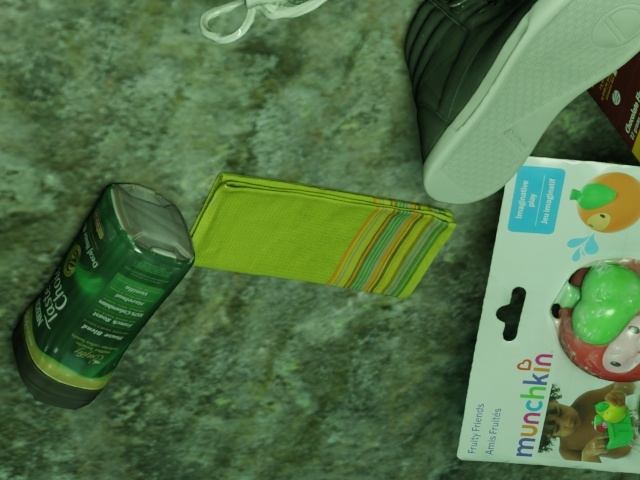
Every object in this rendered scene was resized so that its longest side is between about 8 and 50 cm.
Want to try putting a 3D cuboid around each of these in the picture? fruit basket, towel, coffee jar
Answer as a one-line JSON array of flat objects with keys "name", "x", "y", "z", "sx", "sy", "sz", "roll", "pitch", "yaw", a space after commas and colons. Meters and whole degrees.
[{"name": "fruit basket", "x": 0.311, "y": 0.087, "z": 1.364, "sx": 0.353, "sy": 0.165, "sz": 0.327, "roll": 2, "pitch": 124, "yaw": -7}, {"name": "towel", "x": 0.000, "y": 0.000, "z": 1.414, "sx": 0.237, "sy": 0.021, "sz": 0.102, "roll": 9, "pitch": 125, "yaw": -30}, {"name": "coffee jar", "x": -0.182, "y": 0.049, "z": 1.325, "sx": 0.079, "sy": 0.096, "sz": 0.184, "roll": 19, "pitch": 120, "yaw": -33}]

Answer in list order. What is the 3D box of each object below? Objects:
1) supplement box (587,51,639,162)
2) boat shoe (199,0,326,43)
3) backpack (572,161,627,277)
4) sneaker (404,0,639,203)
[{"name": "supplement box", "x": 0.309, "y": -0.170, "z": 1.270, "sx": 0.191, "sy": 0.194, "sz": 0.129, "roll": -4, "pitch": 132, "yaw": -21}, {"name": "boat shoe", "x": -0.040, "y": -0.212, "z": 1.121, "sx": 0.367, "sy": 0.136, "sz": 0.156, "roll": 13, "pitch": 124, "yaw": -29}, {"name": "backpack", "x": 0.290, "y": 0.014, "z": 1.489, "sx": 0.152, "sy": 0.115, "sz": 0.182, "roll": -47, "pitch": 131, "yaw": 8}, {"name": "sneaker", "x": 0.153, "y": -0.171, "z": 1.220, "sx": 0.104, "sy": 0.147, "sz": 0.296, "roll": 9, "pitch": 139, "yaw": -32}]
